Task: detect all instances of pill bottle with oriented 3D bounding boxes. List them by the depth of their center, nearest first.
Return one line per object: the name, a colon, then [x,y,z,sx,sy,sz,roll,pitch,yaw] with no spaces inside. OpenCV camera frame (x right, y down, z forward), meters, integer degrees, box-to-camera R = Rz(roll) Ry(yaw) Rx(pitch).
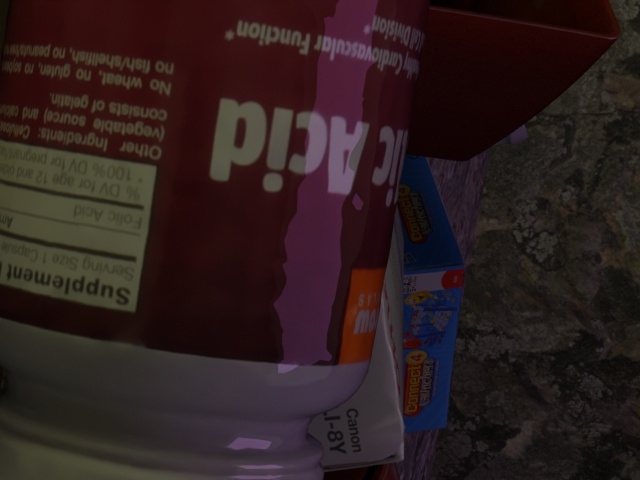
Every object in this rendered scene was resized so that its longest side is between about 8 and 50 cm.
pill bottle: [-0.068,-0.032,0.886,0.224,0.224,0.392,-5,105,-77]

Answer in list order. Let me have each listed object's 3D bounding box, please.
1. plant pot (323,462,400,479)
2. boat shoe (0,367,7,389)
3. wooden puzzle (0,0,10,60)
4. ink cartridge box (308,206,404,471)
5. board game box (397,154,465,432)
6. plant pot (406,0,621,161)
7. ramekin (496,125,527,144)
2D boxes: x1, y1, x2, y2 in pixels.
plant pot: [-0.003,0.343,1.956,0.265,0.272,0.272,81,25,-43]
boat shoe: [-0.165,0.075,1.205,0.324,0.116,0.123,-46,147,-67]
wooden puzzle: [-0.197,-0.145,0.937,0.322,0.080,0.348,88,15,-53]
ink cartridge box: [-0.033,-0.037,1.216,0.385,0.160,0.279,-85,166,-68]
board game box: [0.095,0.034,2.090,0.308,0.086,0.302,-106,-167,-45]
plant pot: [0.101,-0.230,1.650,0.236,0.267,0.267,119,-31,-44]
ramekin: [0.157,-0.231,2.074,0.273,0.127,0.273,-22,90,-85]
